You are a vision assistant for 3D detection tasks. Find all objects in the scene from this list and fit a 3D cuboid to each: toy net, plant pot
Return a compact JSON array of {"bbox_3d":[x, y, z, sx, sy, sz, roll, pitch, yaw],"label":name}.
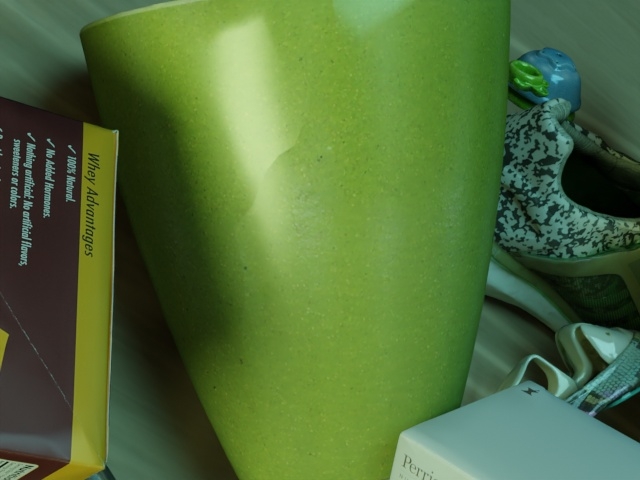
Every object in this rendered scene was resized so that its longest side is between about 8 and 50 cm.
[{"bbox_3d":[0.104,-0.169,1.241,0.232,0.045,0.122,39,31,24],"label":"toy net"},{"bbox_3d":[0.000,0.000,0.996,0.275,0.275,0.293,-8,93,-44],"label":"plant pot"}]

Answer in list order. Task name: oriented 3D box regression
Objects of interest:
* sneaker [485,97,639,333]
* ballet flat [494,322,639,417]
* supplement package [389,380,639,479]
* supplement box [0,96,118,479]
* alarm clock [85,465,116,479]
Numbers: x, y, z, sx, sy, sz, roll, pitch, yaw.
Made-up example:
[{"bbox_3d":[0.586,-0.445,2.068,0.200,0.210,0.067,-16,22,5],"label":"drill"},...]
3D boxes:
[{"bbox_3d":[0.254,0.003,1.250,0.410,0.182,0.158,23,57,-34],"label":"sneaker"},{"bbox_3d":[0.190,0.113,1.195,0.221,0.077,0.079,-34,91,-27],"label":"ballet flat"},{"bbox_3d":[0.115,0.233,0.959,0.134,0.139,0.244,-15,123,-45],"label":"supplement package"},{"bbox_3d":[-0.217,0.026,0.774,0.194,0.129,0.191,16,58,-32],"label":"supplement box"},{"bbox_3d":[-0.160,0.184,0.879,0.129,0.064,0.192,-29,94,-46],"label":"alarm clock"}]
